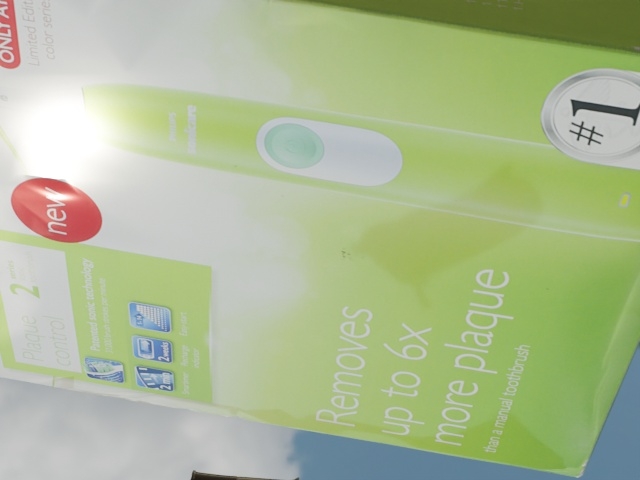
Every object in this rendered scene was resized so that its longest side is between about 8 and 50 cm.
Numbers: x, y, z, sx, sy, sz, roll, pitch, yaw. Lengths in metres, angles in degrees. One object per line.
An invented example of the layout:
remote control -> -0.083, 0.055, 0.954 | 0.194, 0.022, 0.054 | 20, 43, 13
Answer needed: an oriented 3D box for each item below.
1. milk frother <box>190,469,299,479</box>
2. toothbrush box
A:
milk frother -> -0.097, 0.343, 1.615 | 0.135, 0.129, 0.143 | 5, -168, -1
toothbrush box -> -0.024, -0.041, 0.449 | 0.283, 0.206, 0.122 | 11, -131, 3
